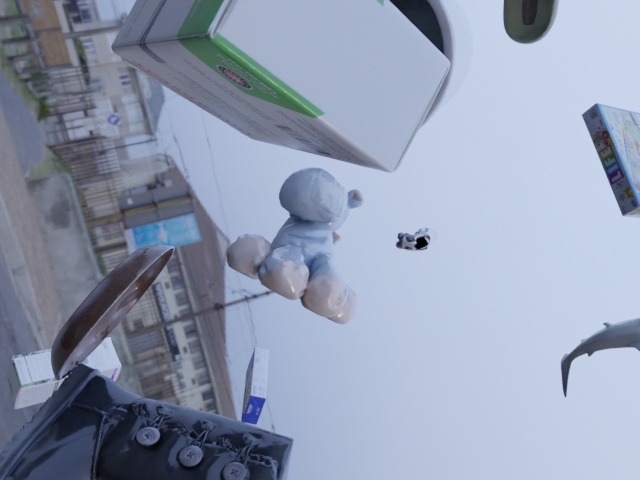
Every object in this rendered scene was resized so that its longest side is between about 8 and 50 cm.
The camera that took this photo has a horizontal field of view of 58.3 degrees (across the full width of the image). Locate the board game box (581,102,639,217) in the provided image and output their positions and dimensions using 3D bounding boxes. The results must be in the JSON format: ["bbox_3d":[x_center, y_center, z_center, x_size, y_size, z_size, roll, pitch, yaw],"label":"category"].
[{"bbox_3d":[0.406,-0.100,0.737,0.026,0.104,0.154,133,-45,-54],"label":"board game box"}]

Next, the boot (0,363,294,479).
[{"bbox_3d":[-0.299,0.430,0.967,0.367,0.446,0.146,-66,178,-46],"label":"boot"}]

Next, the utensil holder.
[{"bbox_3d":[0.134,-0.381,1.172,0.385,0.328,0.327,-44,126,-62],"label":"utensil holder"}]

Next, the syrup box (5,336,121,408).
[{"bbox_3d":[-0.621,0.318,1.395,0.093,0.237,0.096,55,-49,29],"label":"syrup box"}]

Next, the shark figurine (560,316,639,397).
[{"bbox_3d":[0.620,0.223,1.173,0.166,0.279,0.116,60,13,-45],"label":"shark figurine"}]

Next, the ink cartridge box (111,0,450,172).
[{"bbox_3d":[-0.056,-0.184,0.570,0.289,0.211,0.121,24,-93,53],"label":"ink cartridge box"}]

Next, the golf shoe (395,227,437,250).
[{"bbox_3d":[0.355,0.006,1.996,0.094,0.198,0.077,20,-65,47],"label":"golf shoe"}]

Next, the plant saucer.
[{"bbox_3d":[-0.388,0.118,1.059,0.050,0.310,0.310,40,-20,-6],"label":"plant saucer"}]

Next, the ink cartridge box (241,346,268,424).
[{"bbox_3d":[-0.181,0.400,1.598,0.207,0.046,0.097,-96,-156,-64],"label":"ink cartridge box"}]

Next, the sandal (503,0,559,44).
[{"bbox_3d":[0.361,-0.489,0.981,0.120,0.086,0.302,7,-59,33],"label":"sandal"}]

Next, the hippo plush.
[{"bbox_3d":[0.000,0.000,1.041,0.235,0.236,0.294,27,-5,16],"label":"hippo plush"}]

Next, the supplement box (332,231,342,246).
[{"bbox_3d":[-0.001,0.006,1.471,0.062,0.098,0.036,47,4,13],"label":"supplement box"}]
